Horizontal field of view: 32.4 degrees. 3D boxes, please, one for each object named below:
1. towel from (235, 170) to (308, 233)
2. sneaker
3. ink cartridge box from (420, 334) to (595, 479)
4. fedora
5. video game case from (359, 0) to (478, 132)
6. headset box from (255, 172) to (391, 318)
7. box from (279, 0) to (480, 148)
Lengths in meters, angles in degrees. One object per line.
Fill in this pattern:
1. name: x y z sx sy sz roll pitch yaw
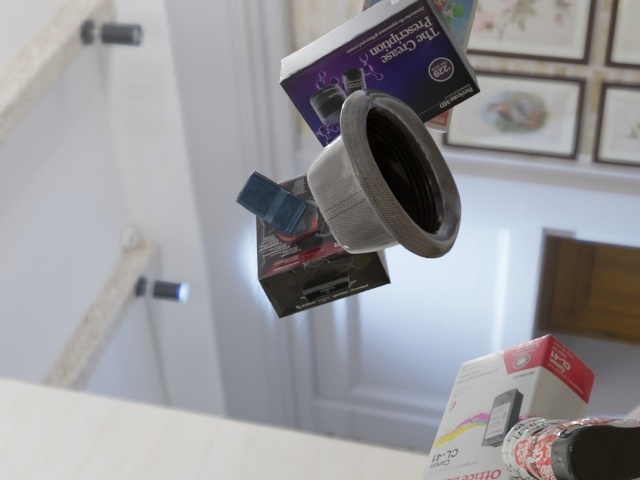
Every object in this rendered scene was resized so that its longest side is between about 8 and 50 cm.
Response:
1. towel: -0.085 -0.066 1.919 0.067 0.119 0.029 -58 17 2
2. sneaker: 0.333 0.235 1.217 0.145 0.270 0.090 -14 72 62
3. ink cartridge box: 0.308 0.332 1.838 0.131 0.226 0.306 42 -130 -19
4. fedora: 0.072 -0.070 1.460 0.244 0.124 0.275 58 -155 -8
5. video game case: 0.161 -0.353 1.951 0.025 0.204 0.285 -171 95 -78
6. headset box: 0.000 0.000 1.996 0.293 0.218 0.110 -97 -15 -51
7. box: 0.093 -0.260 1.746 0.184 0.261 0.103 53 -162 -27
